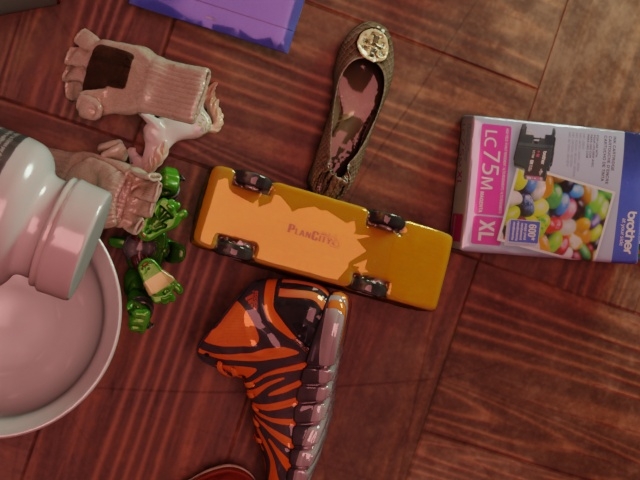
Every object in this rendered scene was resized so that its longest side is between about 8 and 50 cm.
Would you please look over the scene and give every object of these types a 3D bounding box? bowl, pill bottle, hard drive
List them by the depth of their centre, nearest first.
[{"bbox_3d":[-0.400,-0.052,1.304,0.319,0.176,0.176,22,89,-4],"label":"pill bottle"},{"bbox_3d":[-0.388,0.089,1.441,0.298,0.134,0.297,2,81,-9],"label":"bowl"},{"bbox_3d":[-0.094,-0.418,1.493,0.210,0.040,0.318,17,100,-4],"label":"hard drive"}]

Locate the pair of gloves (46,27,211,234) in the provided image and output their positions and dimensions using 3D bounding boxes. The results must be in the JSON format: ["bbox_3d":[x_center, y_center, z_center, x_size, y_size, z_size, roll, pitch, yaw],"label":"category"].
[{"bbox_3d":[-0.262,-0.131,1.462,0.204,0.042,0.240,22,85,24],"label":"pair of gloves"}]

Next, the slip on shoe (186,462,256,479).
[{"bbox_3d":[-0.220,0.405,1.533,0.331,0.101,0.123,-32,102,-7],"label":"slip on shoe"}]

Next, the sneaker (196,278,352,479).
[{"bbox_3d":[-0.073,0.194,1.554,0.180,0.124,0.321,13,105,7],"label":"sneaker"}]

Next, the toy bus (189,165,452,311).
[{"bbox_3d":[0.000,0.000,1.536,0.333,0.130,0.108,16,86,-13],"label":"toy bus"}]

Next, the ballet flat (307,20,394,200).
[{"bbox_3d":[0.042,-0.169,1.573,0.084,0.058,0.249,19,89,-14],"label":"ballet flat"}]

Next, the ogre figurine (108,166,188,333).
[{"bbox_3d":[-0.214,0.008,1.497,0.097,0.118,0.197,-9,97,-16],"label":"ogre figurine"}]

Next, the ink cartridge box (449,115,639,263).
[{"bbox_3d":[0.339,-0.066,1.649,0.311,0.065,0.185,4,93,-15],"label":"ink cartridge box"}]

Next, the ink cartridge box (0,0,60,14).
[{"bbox_3d":[-0.387,-0.410,1.388,0.114,0.197,0.272,-13,97,-12],"label":"ink cartridge box"}]

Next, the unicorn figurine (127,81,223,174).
[{"bbox_3d":[-0.197,-0.146,1.520,0.162,0.060,0.111,-16,93,-9],"label":"unicorn figurine"}]
